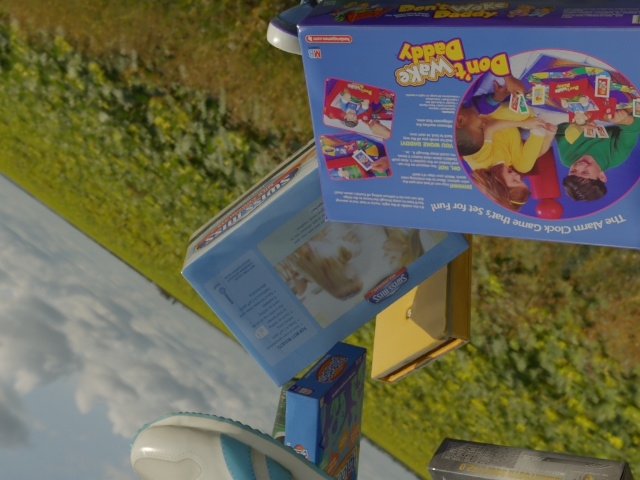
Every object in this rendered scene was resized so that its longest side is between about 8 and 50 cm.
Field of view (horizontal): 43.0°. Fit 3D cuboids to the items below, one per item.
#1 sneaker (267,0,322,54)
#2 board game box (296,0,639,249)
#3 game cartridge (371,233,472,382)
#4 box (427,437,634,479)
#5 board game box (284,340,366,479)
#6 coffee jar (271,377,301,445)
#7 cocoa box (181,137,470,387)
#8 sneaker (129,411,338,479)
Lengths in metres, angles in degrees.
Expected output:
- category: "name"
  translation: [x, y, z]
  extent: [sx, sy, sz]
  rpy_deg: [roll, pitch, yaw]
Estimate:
- category: "sneaker"
  translation: [0.066, -0.430, 1.282]
  extent: [0.130, 0.322, 0.236]
  rpy_deg: [46, 140, 42]
- category: "board game box"
  translation: [0.164, -0.121, 0.827]
  extent: [0.347, 0.078, 0.233]
  rpy_deg: [6, 127, 20]
- category: "game cartridge"
  translation: [0.178, 0.057, 1.398]
  extent: [0.052, 0.324, 0.285]
  rpy_deg: [17, 152, -15]
- category: "box"
  translation: [0.259, 0.326, 0.944]
  extent: [0.231, 0.056, 0.183]
  rpy_deg: [-3, 122, 40]
- category: "board game box"
  translation: [0.006, 0.259, 1.054]
  extent: [0.047, 0.210, 0.160]
  rpy_deg: [11, -159, 22]
- category: "coffee jar"
  translation: [-0.036, 0.316, 1.292]
  extent: [0.096, 0.184, 0.079]
  rpy_deg: [9, 162, 30]
- category: "cocoa box"
  translation: [0.000, 0.000, 1.207]
  extent: [0.231, 0.347, 0.228]
  rpy_deg: [52, -176, -14]
- category: "sneaker"
  translation: [-0.034, 0.185, 0.501]
  extent: [0.228, 0.092, 0.087]
  rpy_deg: [24, 145, 22]
